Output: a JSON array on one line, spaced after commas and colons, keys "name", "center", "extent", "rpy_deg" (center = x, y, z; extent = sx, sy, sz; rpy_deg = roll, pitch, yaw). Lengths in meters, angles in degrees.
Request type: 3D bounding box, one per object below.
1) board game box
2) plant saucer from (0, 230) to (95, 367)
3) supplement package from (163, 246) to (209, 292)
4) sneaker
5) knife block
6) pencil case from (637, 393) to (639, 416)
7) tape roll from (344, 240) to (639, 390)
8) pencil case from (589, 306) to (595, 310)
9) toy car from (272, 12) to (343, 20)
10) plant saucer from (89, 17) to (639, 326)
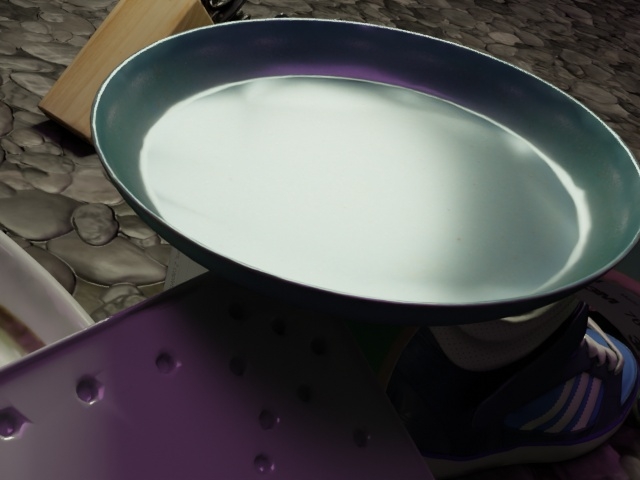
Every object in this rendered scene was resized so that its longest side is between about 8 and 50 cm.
[{"name": "board game box", "center": [-0.053, 0.232, 0.353], "extent": [0.390, 0.050, 0.390], "rpy_deg": [-26, 85, -47]}, {"name": "plant saucer", "center": [-0.260, 0.086, 0.516], "extent": [0.400, 0.100, 0.400], "rpy_deg": [45, 7, -6]}, {"name": "supplement package", "center": [0.000, 0.000, 0.718], "extent": [0.145, 0.262, 0.204], "rpy_deg": [35, 37, 26]}, {"name": "sneaker", "center": [0.200, 0.069, 0.737], "extent": [0.322, 0.236, 0.130], "rpy_deg": [-7, 40, -34]}, {"name": "knife block", "center": [-0.192, -0.258, 1.038], "extent": [0.088, 0.242, 0.275], "rpy_deg": [31, 34, 21]}, {"name": "pencil case", "center": [0.366, 0.142, 0.873], "extent": [0.070, 0.064, 0.151], "rpy_deg": [18, 29, 24]}, {"name": "tape roll", "center": [0.138, 0.132, 0.564], "extent": [0.321, 0.321, 0.077], "rpy_deg": [14, -10, -7]}, {"name": "pencil case", "center": [0.477, 0.052, 0.980], "extent": [0.386, 0.167, 0.160], "rpy_deg": [16, 53, -5]}, {"name": "toy car", "center": [-0.041, -0.186, 1.053], "extent": [0.155, 0.188, 0.149], "rpy_deg": [-9, 41, -37]}, {"name": "plant saucer", "center": [0.028, -0.050, 0.515], "extent": [0.317, 0.044, 0.317], "rpy_deg": [6, 36, -5]}]
